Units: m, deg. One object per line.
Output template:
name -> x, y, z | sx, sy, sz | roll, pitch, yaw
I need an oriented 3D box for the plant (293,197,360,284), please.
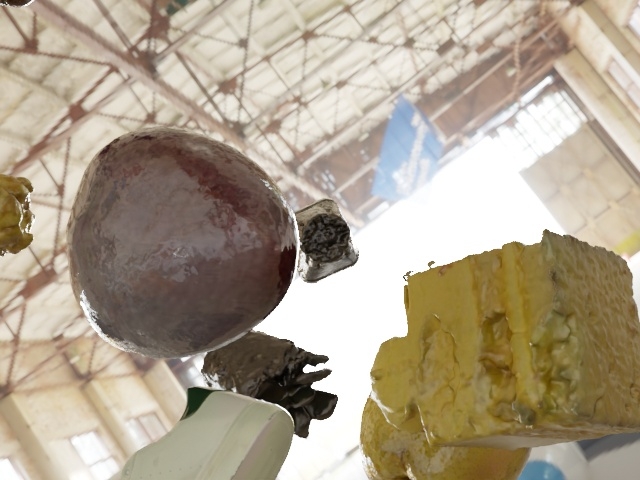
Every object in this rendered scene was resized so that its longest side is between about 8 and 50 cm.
plant -> 0.000, 0.000, 1.877 | 0.141, 0.165, 0.256 | -26, 2, -10

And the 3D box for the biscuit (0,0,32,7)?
biscuit -> -0.612, -0.532, 1.692 | 0.049, 0.192, 0.192 | -23, -4, 24

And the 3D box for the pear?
pear -> 0.188, 0.294, 1.366 | 0.271, 0.271, 0.271 | -35, -10, -7

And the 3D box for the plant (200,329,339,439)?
plant -> -0.103, 0.303, 1.819 | 0.199, 0.276, 0.189 | -35, -50, -31

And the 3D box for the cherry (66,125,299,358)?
cherry -> -0.134, 0.002, 0.827 | 0.266, 0.214, 0.183 | 10, 13, 40

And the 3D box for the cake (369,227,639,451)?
cake -> 0.221, 0.138, 1.089 | 0.286, 0.223, 0.227 | -20, -26, 40

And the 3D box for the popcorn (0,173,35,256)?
popcorn -> -0.778, -0.048, 2.084 | 0.253, 0.192, 0.190 | -16, 14, 0

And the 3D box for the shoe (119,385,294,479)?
shoe -> -0.132, 0.236, 0.745 | 0.265, 0.110, 0.095 | -51, -35, -26
